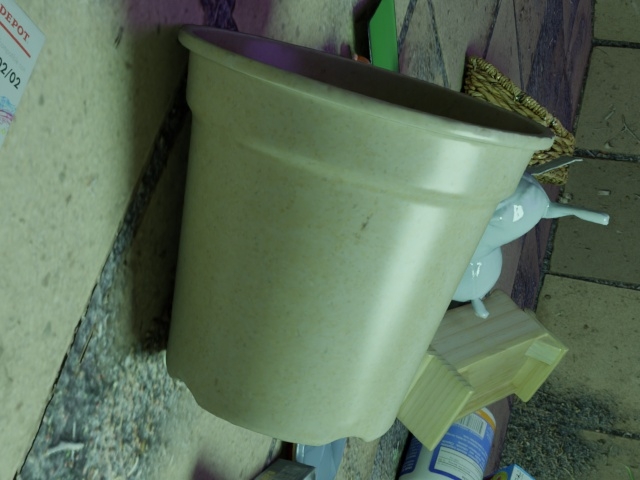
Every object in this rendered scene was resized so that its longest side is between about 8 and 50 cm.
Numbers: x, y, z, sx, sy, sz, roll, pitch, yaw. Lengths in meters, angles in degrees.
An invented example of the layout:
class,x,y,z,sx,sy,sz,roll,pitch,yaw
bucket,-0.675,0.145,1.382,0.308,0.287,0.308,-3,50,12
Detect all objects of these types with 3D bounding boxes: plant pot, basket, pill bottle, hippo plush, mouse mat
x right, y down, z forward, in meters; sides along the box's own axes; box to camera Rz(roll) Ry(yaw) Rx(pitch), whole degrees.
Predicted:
class,x,y,z,sx,sy,sz,roll,pitch,yaw
plant pot,0.000,0.000,0.922,0.334,0.334,0.305,-21,129,-68
basket,0.401,-0.233,2.034,0.299,0.214,0.223,7,93,-71
pill bottle,0.230,0.440,1.939,0.152,0.152,0.272,76,30,-48
hippo plush,0.194,-0.035,1.449,0.236,0.294,0.234,104,-22,-49
mouse mat,0.088,-0.259,1.408,0.189,0.007,0.152,-68,155,-56

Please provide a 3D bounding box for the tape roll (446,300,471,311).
class,x,y,z,sx,sy,sz,roll,pitch,yaw
tape roll,0.253,0.130,1.991,0.219,0.072,0.219,9,90,-70

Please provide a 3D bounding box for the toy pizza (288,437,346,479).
class,x,y,z,sx,sy,sz,roll,pitch,yaw
toy pizza,-0.004,0.253,1.380,0.201,0.032,0.201,8,90,-71

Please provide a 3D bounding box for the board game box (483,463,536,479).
class,x,y,z,sx,sy,sz,roll,pitch,yaw
board game box,0.261,0.604,1.927,0.308,0.086,0.302,-40,-165,43

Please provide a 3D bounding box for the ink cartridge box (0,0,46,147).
class,x,y,z,sx,sy,sz,roll,pitch,yaw
ink cartridge box,-0.219,-0.101,0.572,0.104,0.062,0.181,57,45,-62

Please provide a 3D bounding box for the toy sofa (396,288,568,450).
class,x,y,z,sx,sy,sz,roll,pitch,yaw
toy sofa,0.264,0.221,1.832,0.363,0.177,0.150,-12,139,-49

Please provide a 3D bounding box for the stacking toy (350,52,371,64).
class,x,y,z,sx,sy,sz,roll,pitch,yaw
stacking toy,0.042,-0.129,1.216,0.301,0.166,0.175,-81,158,-50

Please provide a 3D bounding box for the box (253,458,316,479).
class,x,y,z,sx,sy,sz,roll,pitch,yaw
box,-0.076,0.381,1.194,0.231,0.056,0.183,-24,120,-67
